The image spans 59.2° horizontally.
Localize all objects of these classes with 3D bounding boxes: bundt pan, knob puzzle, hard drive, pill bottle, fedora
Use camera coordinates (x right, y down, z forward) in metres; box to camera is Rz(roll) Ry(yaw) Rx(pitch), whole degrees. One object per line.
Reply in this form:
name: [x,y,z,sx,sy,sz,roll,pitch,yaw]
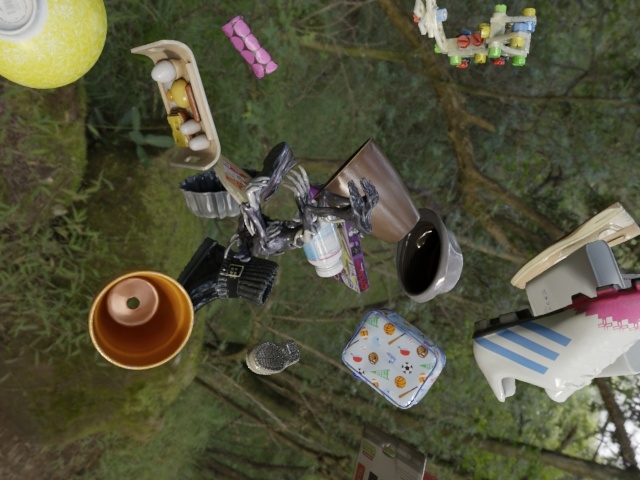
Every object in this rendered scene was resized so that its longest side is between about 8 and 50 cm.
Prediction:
bundt pan: [-0.367,-0.175,2.151,0.331,0.331,0.124,-42,133,-55]
knob puzzle: [-0.231,-0.146,1.572,0.030,0.213,0.213,-39,173,17]
hard drive: [0.451,0.137,0.989,0.307,0.040,0.203,83,-6,-74]
pill bottle: [0.000,0.000,1.284,0.087,0.087,0.160,-49,130,-43]
fedora: [0.336,0.049,1.675,0.244,0.124,0.275,-17,-112,60]

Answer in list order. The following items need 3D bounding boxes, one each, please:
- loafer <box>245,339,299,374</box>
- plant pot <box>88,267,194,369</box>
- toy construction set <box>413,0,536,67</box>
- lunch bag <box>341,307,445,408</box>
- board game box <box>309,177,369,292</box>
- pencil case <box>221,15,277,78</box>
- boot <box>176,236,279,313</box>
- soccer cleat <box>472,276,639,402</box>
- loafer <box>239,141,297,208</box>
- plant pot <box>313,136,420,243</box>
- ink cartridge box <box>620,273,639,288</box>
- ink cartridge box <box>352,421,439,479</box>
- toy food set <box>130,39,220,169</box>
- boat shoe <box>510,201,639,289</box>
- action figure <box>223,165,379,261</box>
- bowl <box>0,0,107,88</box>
loafer: [-0.155,0.364,1.728,0.092,0.102,0.268,-25,164,20]
plant pot: [-0.396,0.150,1.223,0.205,0.205,0.188,-61,-155,-5]
toy construction set: [0.389,-0.518,1.427,0.215,0.327,0.151,-6,116,-55]
lunch bag: [0.224,0.375,1.808,0.243,0.303,0.115,-60,154,13]
board game box: [0.046,-0.014,1.792,0.056,0.208,0.347,-28,122,-22]
pencil case: [-0.233,-0.636,1.851,0.095,0.209,0.098,-26,-151,21]
boot: [-0.297,0.161,1.704,0.131,0.260,0.348,108,7,-59]
soccer cleat: [0.373,0.149,0.805,0.116,0.143,0.331,-4,163,-43]
loafer: [-0.156,-0.190,1.825,0.095,0.109,0.302,47,52,-31]
plant pot: [0.138,-0.107,1.439,0.215,0.230,0.215,-47,-174,6]
ink cartridge box: [0.845,0.189,1.543,0.219,0.160,0.092,-81,173,-59]
ink cartridge box: [0.165,0.515,1.067,0.309,0.130,0.272,161,-58,-73]
toy food set: [-0.367,-0.327,1.388,0.092,0.220,0.306,-26,114,-32]
boat shoe: [0.653,0.041,1.468,0.341,0.110,0.121,-42,166,31]
action figure: [-0.049,-0.048,0.911,0.164,0.275,0.141,-39,115,-61]
bowl: [-0.605,-0.465,1.149,0.289,0.289,0.156,-64,-173,6]
